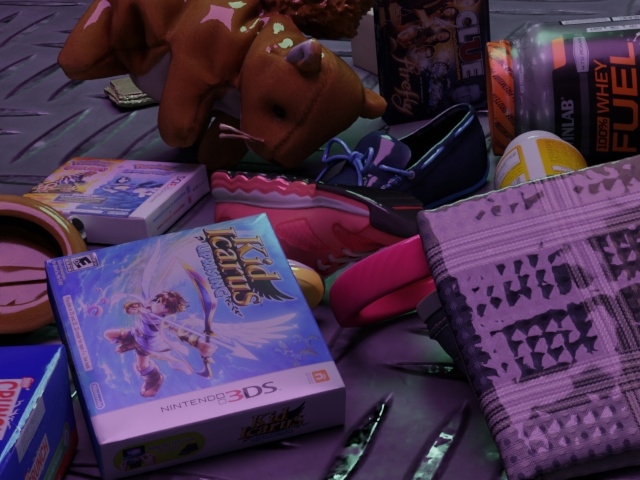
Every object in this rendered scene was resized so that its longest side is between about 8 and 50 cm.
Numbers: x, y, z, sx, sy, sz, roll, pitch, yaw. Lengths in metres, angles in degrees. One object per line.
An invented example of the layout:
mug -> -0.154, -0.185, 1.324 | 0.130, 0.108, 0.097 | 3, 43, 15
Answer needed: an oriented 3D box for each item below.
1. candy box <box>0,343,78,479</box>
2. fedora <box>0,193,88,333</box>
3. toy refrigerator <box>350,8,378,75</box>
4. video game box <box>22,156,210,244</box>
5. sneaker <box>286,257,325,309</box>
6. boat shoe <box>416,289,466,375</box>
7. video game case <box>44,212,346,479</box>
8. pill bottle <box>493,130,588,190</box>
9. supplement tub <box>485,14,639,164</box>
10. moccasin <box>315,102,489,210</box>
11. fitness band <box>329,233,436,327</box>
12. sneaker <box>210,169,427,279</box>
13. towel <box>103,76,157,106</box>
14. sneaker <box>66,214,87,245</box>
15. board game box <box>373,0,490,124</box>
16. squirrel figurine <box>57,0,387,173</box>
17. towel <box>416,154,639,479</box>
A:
candy box -> -0.406, 0.208, 1.457 | 0.317, 0.122, 0.268 | -3, 23, 9
fedora -> -0.364, 0.038, 1.833 | 0.194, 0.079, 0.194 | 4, 61, -8
toy refrigerator -> 0.153, -0.300, 2.487 | 0.094, 0.102, 0.269 | -18, 26, -25
video game box -> -0.276, -0.053, 2.101 | 0.205, 0.048, 0.187 | 4, 23, 20
sneaker -> -0.088, 0.087, 1.724 | 0.209, 0.081, 0.094 | -17, 34, -12
boat shoe -> 0.246, 0.065, 1.701 | 0.319, 0.116, 0.099 | -15, 68, -35
video game case -> -0.131, 0.098, 1.612 | 0.244, 0.061, 0.269 | -12, 44, -15
pill bottle -> 0.266, -0.054, 1.894 | 0.118, 0.117, 0.208 | -5, 24, 3
supplement tub -> 0.378, -0.196, 2.093 | 0.316, 0.193, 0.193 | -5, 24, 4
moccasin -> 0.070, -0.087, 2.010 | 0.138, 0.116, 0.342 | 16, 32, 40
fitness band -> 0.145, 0.016, 1.693 | 0.291, 0.054, 0.209 | -21, -11, -12
sneaker -> 0.000, 0.000, 1.818 | 0.314, 0.136, 0.116 | 10, 6, 41
towel -> -0.263, -0.242, 2.539 | 0.148, 0.027, 0.110 | -14, 24, -15
sneaker -> -0.357, 0.020, 1.958 | 0.071, 0.068, 0.170 | -8, 10, 34
board game box -> 0.161, -0.300, 2.308 | 0.165, 0.243, 0.042 | -10, 23, -10
squirrel figurine -> -0.074, -0.276, 2.137 | 0.370, 0.281, 0.397 | 22, 77, 43
towel -> 0.283, 0.067, 1.529 | 0.324, 0.056, 0.312 | -14, 58, -8
